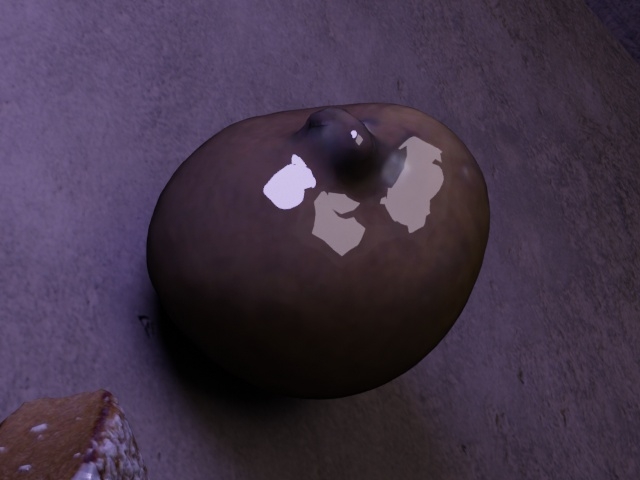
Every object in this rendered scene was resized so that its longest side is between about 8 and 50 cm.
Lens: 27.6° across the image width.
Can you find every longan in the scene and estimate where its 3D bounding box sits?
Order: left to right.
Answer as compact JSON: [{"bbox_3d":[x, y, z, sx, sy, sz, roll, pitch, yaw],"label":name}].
[{"bbox_3d":[0.000,0.000,1.089,0.300,0.300,0.243,4,38,-53],"label":"longan"}]

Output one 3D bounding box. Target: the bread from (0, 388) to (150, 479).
[{"bbox_3d":[-0.173,0.253,0.685,0.416,0.113,0.165,-75,159,-64],"label":"bread"}]
